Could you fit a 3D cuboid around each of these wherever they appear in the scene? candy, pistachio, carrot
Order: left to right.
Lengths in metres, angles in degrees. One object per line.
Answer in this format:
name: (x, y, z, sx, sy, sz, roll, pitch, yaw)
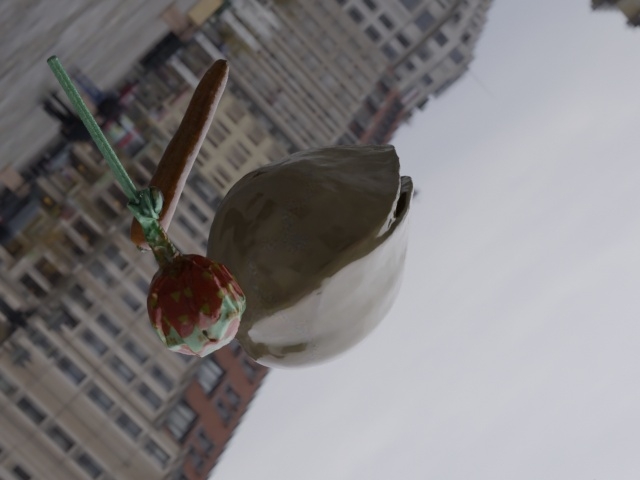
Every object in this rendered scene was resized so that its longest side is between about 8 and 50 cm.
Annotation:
candy: (-0.149, -0.028, 1.030, 0.078, 0.287, 0.084, -18, -158, 22)
carrot: (-0.164, -0.101, 1.459, 0.247, 0.043, 0.043, -66, -168, -2)
pistachio: (0.000, 0.000, 1.295, 0.226, 0.208, 0.332, -32, -170, 32)
